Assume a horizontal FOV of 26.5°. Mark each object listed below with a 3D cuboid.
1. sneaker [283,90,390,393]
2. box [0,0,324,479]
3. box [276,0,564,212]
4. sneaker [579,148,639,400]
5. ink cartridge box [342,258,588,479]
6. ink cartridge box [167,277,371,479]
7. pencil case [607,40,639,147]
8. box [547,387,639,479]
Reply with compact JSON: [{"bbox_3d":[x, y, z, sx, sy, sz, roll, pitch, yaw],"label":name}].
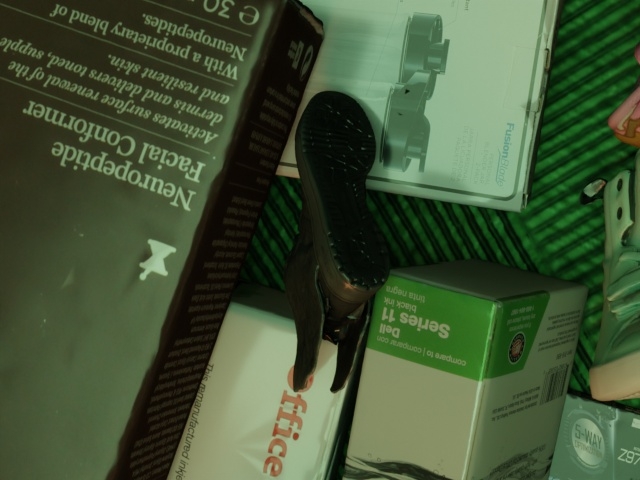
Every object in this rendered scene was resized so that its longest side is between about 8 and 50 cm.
[{"bbox_3d":[0.002,0.000,0.828,0.051,0.089,0.170,4,59,-21],"label":"sneaker"},{"bbox_3d":[-0.156,0.015,0.803,0.191,0.143,0.381,19,93,9],"label":"box"},{"bbox_3d":[0.008,-0.123,0.894,0.290,0.087,0.169,8,98,11],"label":"box"},{"bbox_3d":[0.197,0.012,0.787,0.094,0.256,0.151,-4,88,7],"label":"sneaker"},{"bbox_3d":[0.088,0.124,0.865,0.087,0.153,0.208,14,99,29],"label":"ink cartridge box"},{"bbox_3d":[-0.121,0.117,0.930,0.278,0.117,0.201,16,97,10],"label":"ink cartridge box"},{"bbox_3d":[0.315,0.018,0.683,0.160,0.167,0.386,-40,84,2],"label":"pencil case"},{"bbox_3d":[0.192,0.142,0.919,0.083,0.018,0.067,17,100,10],"label":"box"}]
